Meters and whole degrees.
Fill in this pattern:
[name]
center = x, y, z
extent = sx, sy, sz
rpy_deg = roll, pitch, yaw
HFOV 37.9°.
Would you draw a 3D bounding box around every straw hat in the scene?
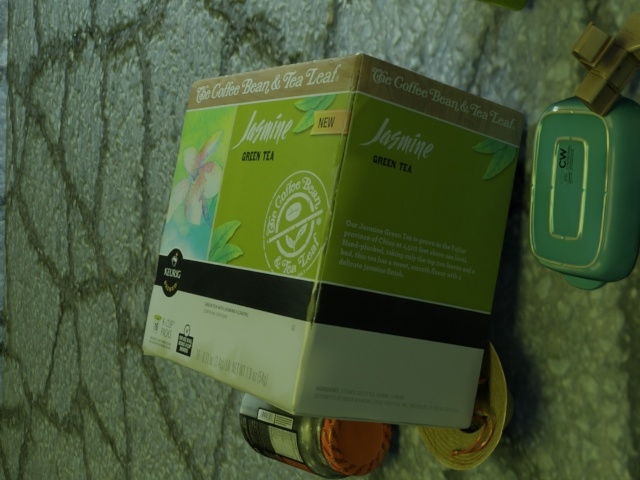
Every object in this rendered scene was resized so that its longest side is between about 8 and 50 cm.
[straw hat]
center = 0.160, 0.163, 0.941
extent = 0.144, 0.061, 0.144
rpy_deg = -28, 56, 52

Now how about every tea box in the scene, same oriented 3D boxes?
[tea box]
center = 0.000, 0.000, 0.976
extent = 0.329, 0.220, 0.323
rpy_deg = 5, 83, 55

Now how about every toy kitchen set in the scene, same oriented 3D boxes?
[toy kitchen set]
center = 0.254, -0.141, 0.753
extent = 0.083, 0.068, 0.075
rpy_deg = -55, 45, 8

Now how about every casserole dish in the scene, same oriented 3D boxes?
[casserole dish]
center = 0.235, -0.047, 0.843
extent = 0.114, 0.037, 0.188
rpy_deg = 13, 102, 53

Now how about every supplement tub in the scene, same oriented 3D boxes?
[supplement tub]
center = -0.007, 0.224, 1.142
extent = 0.190, 0.117, 0.117
rpy_deg = 0, 93, 54

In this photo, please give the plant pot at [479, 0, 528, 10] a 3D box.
[plant pot]
center = 0.109, -0.370, 0.840
extent = 0.207, 0.228, 0.227
rpy_deg = -58, 47, 32
